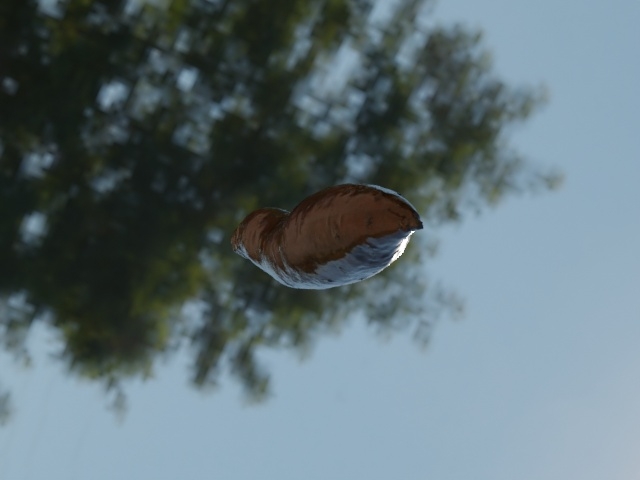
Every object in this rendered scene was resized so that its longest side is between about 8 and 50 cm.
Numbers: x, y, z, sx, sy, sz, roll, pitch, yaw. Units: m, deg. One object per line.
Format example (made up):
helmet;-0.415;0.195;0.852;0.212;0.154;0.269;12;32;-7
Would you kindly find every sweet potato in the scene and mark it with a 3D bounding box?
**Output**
sweet potato;-0.001;0.001;1.090;0.264;0.057;0.057;-15;-126;68
